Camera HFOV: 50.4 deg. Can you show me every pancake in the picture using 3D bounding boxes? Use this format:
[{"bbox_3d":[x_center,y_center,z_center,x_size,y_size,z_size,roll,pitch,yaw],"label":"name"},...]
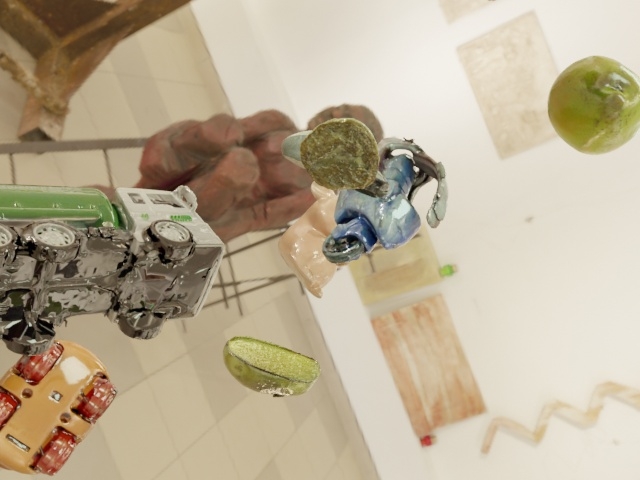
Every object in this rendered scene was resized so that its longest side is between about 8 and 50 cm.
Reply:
[{"bbox_3d":[0.024,-0.108,0.866,0.108,0.108,0.017,61,28,-20],"label":"pancake"}]

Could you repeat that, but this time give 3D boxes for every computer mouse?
[{"bbox_3d":[0.030,-0.133,1.102,0.113,0.229,0.068,25,91,-54],"label":"computer mouse"}]

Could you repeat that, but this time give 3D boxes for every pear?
[{"bbox_3d":[0.526,-0.258,1.287,0.220,0.187,0.187,-14,84,-76],"label":"pear"}]

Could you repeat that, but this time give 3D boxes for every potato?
[{"bbox_3d":[-0.142,0.359,1.836,0.272,0.111,0.160,20,20,-9],"label":"potato"}]

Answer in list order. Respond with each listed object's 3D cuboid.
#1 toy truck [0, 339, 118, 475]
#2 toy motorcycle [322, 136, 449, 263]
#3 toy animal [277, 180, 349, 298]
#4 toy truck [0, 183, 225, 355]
[{"bbox_3d":[-0.532,0.321,1.305,0.189,0.239,0.265,39,69,-12],"label":"toy truck"},{"bbox_3d":[0.129,-0.091,1.363,0.182,0.241,0.319,36,41,-15],"label":"toy motorcycle"},{"bbox_3d":[0.004,-0.002,1.840,0.213,0.256,0.195,31,-23,43],"label":"toy animal"},{"bbox_3d":[-0.204,0.010,0.521,0.242,0.101,0.125,0,35,-41],"label":"toy truck"}]
